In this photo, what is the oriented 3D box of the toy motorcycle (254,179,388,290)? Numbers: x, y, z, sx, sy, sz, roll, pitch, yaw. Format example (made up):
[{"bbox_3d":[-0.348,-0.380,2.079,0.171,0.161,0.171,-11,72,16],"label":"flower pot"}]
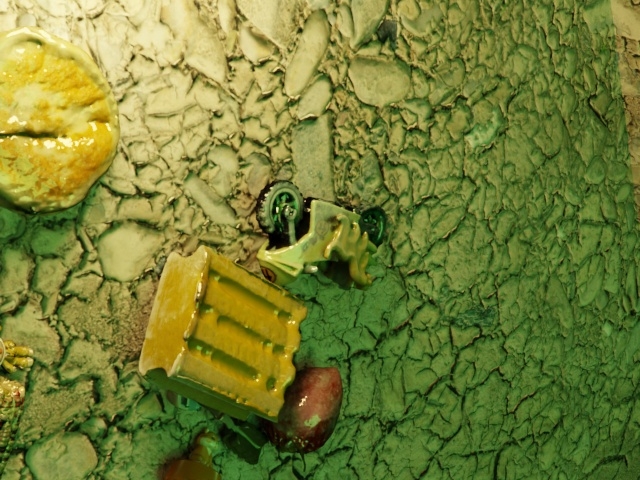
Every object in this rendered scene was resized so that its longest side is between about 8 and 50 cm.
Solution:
[{"bbox_3d":[0.000,0.000,1.976,0.410,0.168,0.237,10,97,-43],"label":"toy motorcycle"}]

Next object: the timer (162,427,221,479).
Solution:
[{"bbox_3d":[-0.273,0.504,1.933,0.132,0.132,0.152,49,47,-39],"label":"timer"}]

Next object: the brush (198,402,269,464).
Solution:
[{"bbox_3d":[-0.209,0.429,1.967,0.084,0.071,0.301,-58,142,-20],"label":"brush"}]

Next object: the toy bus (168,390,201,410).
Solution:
[{"bbox_3d":[-0.298,0.316,1.877,0.074,0.060,0.123,1,100,-38],"label":"toy bus"}]

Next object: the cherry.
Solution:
[{"bbox_3d":[-0.031,0.408,2.064,0.250,0.175,0.192,-53,140,-19],"label":"cherry"}]

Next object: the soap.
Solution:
[{"bbox_3d":[-0.199,0.208,1.819,0.335,0.156,0.294,33,60,-43],"label":"soap"}]

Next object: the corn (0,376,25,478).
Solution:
[{"bbox_3d":[-0.626,0.390,1.594,0.092,0.092,0.281,10,100,-43],"label":"corn"}]

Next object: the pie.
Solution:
[{"bbox_3d":[-0.510,-0.210,1.525,0.339,0.077,0.339,-9,105,-39],"label":"pie"}]

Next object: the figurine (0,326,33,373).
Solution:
[{"bbox_3d":[-0.602,0.207,1.576,0.143,0.068,0.102,-22,95,-58],"label":"figurine"}]
